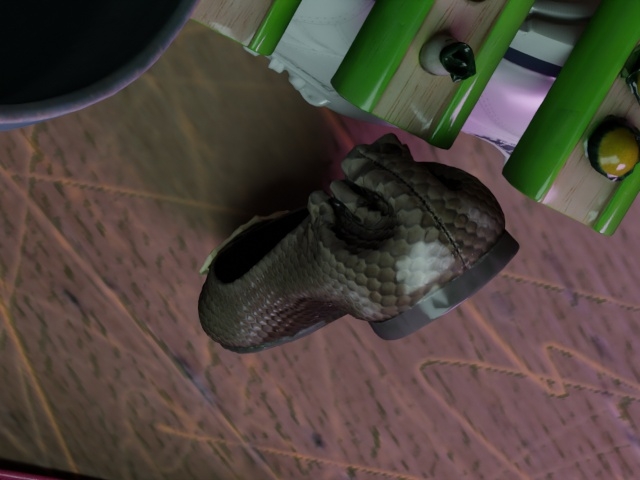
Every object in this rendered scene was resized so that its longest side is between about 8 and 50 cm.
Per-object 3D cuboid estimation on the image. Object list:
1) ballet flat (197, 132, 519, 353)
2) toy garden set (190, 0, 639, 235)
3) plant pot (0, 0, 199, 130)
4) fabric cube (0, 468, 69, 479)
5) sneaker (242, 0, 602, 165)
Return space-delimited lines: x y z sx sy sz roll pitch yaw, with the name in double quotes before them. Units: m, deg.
"ballet flat" 0.000 0.000 0.695 0.058 0.084 0.250 53 166 -8
"toy garden set" 0.103 -0.105 0.587 0.244 0.049 0.204 25 103 -19
"plant pot" -0.188 -0.143 0.507 0.196 0.293 0.293 -18 128 31
"fabric cube" -0.106 0.305 0.951 0.254 0.259 0.258 11 137 0
"sneaker" -0.004 -0.092 0.663 0.235 0.090 0.095 24 143 -10
